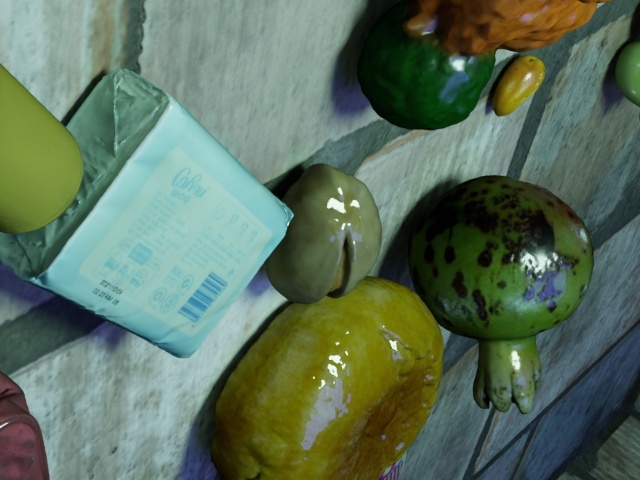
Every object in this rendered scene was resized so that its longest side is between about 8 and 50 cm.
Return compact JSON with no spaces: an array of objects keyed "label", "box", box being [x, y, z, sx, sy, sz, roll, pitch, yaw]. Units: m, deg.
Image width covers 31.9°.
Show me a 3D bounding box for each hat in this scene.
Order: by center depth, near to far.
[{"label":"hat","box":[0.202,-0.258,1.034,0.285,0.285,0.400,-29,149,-42]}]

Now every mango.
[{"label":"mango","box":[0.254,-0.198,1.442,0.060,0.046,0.089,-5,130,-59]}]

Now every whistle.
[{"label":"whistle","box":[0.547,-0.318,1.700,0.141,0.141,0.294,-16,134,-53]}]

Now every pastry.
[{"label":"pastry","box":[0.016,0.201,1.393,0.356,0.164,0.356,-34,145,-28]}]

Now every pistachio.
[{"label":"pistachio","box":[0.000,0.000,1.183,0.124,0.124,0.185,-35,165,-35]}]

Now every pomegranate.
[{"label":"pomegranate","box":[0.223,0.062,1.476,0.242,0.242,0.306,-22,133,-48]}]

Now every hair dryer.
[{"label":"hair dryer","box":[-0.287,0.002,0.731,0.278,0.090,0.135,-45,156,-5]}]

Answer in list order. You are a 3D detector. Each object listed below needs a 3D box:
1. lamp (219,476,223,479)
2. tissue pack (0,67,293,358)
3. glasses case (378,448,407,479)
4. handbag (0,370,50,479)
[{"label":"lamp","box":[-0.105,0.317,1.485,0.083,0.031,0.063,-34,150,-44]},{"label":"tissue pack","box":[-0.142,-0.012,0.944,0.177,0.089,0.263,-54,153,-4]},{"label":"glasses case","box":[0.081,0.334,1.772,0.125,0.076,0.327,-39,150,-25]},{"label":"handbag","box":[-0.320,0.174,0.817,0.225,0.135,0.146,-30,147,-34]}]
